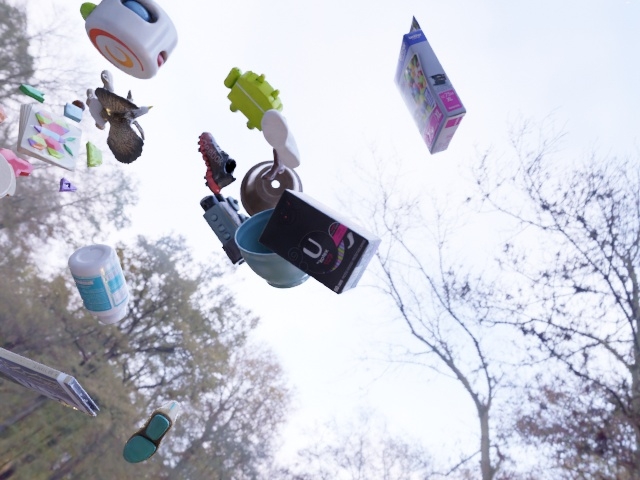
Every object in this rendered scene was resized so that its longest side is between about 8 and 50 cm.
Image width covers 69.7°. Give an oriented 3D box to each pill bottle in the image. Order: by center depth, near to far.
[{"bbox_3d":[-0.734,0.153,1.546,0.146,0.146,0.264,23,-50,31],"label":"pill bottle"}]

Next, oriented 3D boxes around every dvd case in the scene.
[{"bbox_3d":[-0.525,0.250,0.838,0.221,0.018,0.164,18,-39,7],"label":"dvd case"}]

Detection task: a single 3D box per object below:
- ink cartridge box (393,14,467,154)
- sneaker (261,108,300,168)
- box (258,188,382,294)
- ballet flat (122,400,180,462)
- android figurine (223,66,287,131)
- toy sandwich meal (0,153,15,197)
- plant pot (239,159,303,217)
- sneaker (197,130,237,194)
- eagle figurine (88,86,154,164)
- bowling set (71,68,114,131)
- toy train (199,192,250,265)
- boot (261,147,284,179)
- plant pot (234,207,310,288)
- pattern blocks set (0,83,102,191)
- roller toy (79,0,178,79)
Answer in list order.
[{"bbox_3d":[0.267,-0.401,1.201,0.186,0.065,0.311,90,-18,-72],"label":"ink cartridge box"},{"bbox_3d":[-0.116,-0.319,1.387,0.080,0.094,0.212,-7,-39,15],"label":"sneaker"},{"bbox_3d":[0.000,0.000,1.225,0.270,0.143,0.165,32,-78,18],"label":"box"},{"bbox_3d":[-0.438,0.505,1.212,0.080,0.073,0.232,42,-66,-4],"label":"ballet flat"},{"bbox_3d":[-0.215,-0.461,1.522,0.248,0.056,0.273,44,-25,-13],"label":"android figurine"},{"bbox_3d":[-0.439,-0.087,0.595,0.029,0.085,0.086,-13,-73,21],"label":"toy sandwich meal"},{"bbox_3d":[-0.186,-0.199,1.788,0.263,0.263,0.229,59,-9,-3],"label":"plant pot"},{"bbox_3d":[-0.399,-0.320,1.804,0.135,0.097,0.276,-21,-111,10],"label":"sneaker"},{"bbox_3d":[-0.680,-0.421,1.576,0.226,0.298,0.225,37,-72,-26],"label":"eagle figurine"},{"bbox_3d":[-0.879,-0.513,1.834,0.287,0.199,0.154,81,-16,-46],"label":"bowling set"},{"bbox_3d":[-0.358,-0.048,1.848,0.142,0.190,0.334,-34,-92,12],"label":"toy train"},{"bbox_3d":[-0.163,-0.274,1.585,0.037,0.106,0.114,32,-43,25],"label":"boot"},{"bbox_3d":[-0.124,0.039,1.565,0.293,0.293,0.196,16,-48,35],"label":"plant pot"},{"bbox_3d":[-0.703,-0.266,1.192,0.026,0.285,0.325,-33,-115,25],"label":"pattern blocks set"},{"bbox_3d":[-0.459,-0.513,1.140,0.191,0.146,0.209,18,-20,27],"label":"roller toy"}]
